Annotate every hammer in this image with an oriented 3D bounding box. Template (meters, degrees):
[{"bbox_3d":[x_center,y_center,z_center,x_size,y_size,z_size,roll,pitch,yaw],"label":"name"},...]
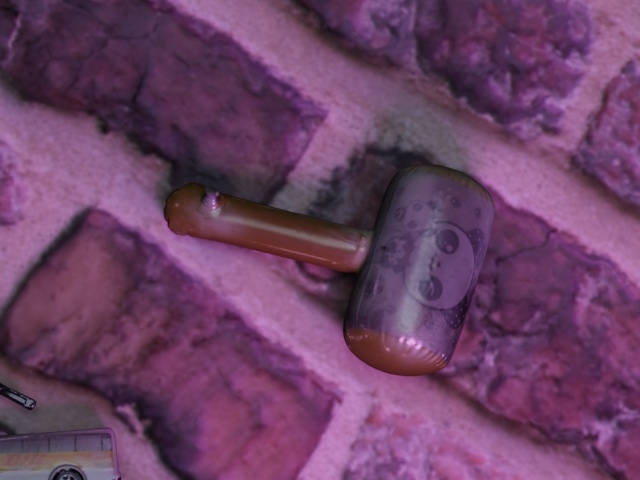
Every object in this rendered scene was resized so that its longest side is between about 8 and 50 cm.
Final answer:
[{"bbox_3d":[0.000,0.000,1.783,0.305,0.113,0.201,17,73,5],"label":"hammer"}]

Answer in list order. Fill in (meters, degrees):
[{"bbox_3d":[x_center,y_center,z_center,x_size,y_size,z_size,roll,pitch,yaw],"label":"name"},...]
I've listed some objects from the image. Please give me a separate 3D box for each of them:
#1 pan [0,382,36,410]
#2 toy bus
[{"bbox_3d":[-0.314,0.129,1.744,0.115,0.023,0.068,28,75,2],"label":"pan"},{"bbox_3d":[-0.269,0.210,1.718,0.172,0.057,0.072,-3,72,-9],"label":"toy bus"}]
